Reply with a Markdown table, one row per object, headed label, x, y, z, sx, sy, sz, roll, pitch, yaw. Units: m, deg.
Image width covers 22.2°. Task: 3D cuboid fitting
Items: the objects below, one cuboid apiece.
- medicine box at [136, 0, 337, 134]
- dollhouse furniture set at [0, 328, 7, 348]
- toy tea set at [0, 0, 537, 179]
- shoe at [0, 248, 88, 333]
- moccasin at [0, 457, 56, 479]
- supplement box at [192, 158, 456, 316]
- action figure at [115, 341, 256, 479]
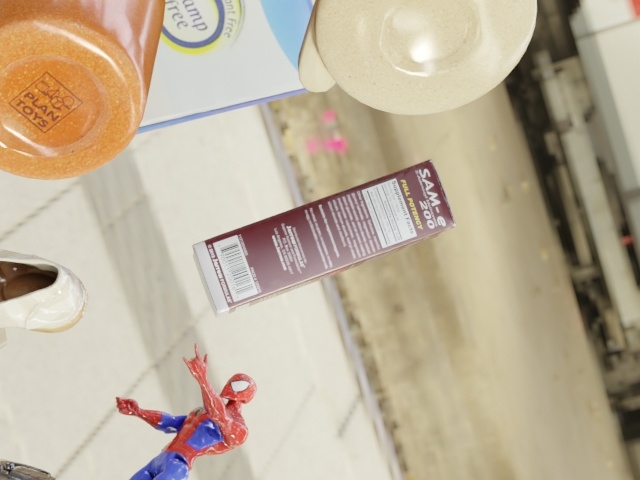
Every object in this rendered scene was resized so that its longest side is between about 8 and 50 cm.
| label | x | y | z | sx | sy | sz | roll | pitch | yaw |
| --- | --- | --- | --- | --- | --- | --- | --- | --- | --- |
| medicine box | -0.076 | -0.224 | 0.907 | 0.289 | 0.149 | 0.263 | -67 | 142 | -70 |
| dollhouse furniture set | -0.434 | -0.012 | 1.458 | 0.256 | 0.362 | 0.394 | 51 | -19 | 11 |
| toy tea set | -0.025 | -0.144 | 0.631 | 0.124 | 0.336 | 0.200 | -101 | -178 | -51 |
| shoe | -0.289 | 0.031 | 1.243 | 0.058 | 0.219 | 0.076 | 74 | 18 | -73 |
| moccasin | -0.392 | 0.275 | 1.489 | 0.139 | 0.380 | 0.147 | 32 | 51 | -60 |
| supplement box | 0.000 | 0.000 | 1.568 | 0.130 | 0.239 | 0.073 | 135 | -64 | -84 |
| action figure | -0.171 | 0.203 | 1.575 | 0.280 | 0.091 | 0.139 | -44 | 118 | -29 |
